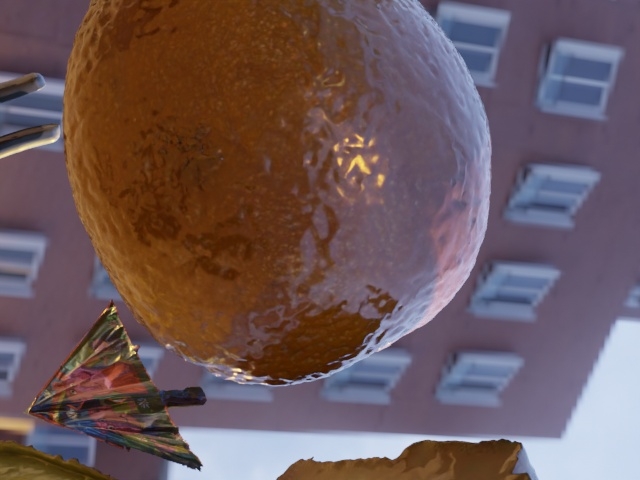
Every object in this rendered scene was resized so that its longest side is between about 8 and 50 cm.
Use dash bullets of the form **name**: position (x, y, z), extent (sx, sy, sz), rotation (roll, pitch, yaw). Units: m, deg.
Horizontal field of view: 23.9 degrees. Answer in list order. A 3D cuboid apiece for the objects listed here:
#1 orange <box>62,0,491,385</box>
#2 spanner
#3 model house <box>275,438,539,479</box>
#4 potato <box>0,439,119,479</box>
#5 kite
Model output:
- **orange**: position (-0.035, -0.075, 1.151), extent (0.357, 0.322, 0.322), rotation (68, -23, -1)
- **spanner**: position (-0.466, -0.112, 1.746), extent (0.040, 0.324, 0.096), rotation (-124, -163, -68)
- **model house**: position (0.094, 0.327, 1.186), extent (0.298, 0.284, 0.243), rotation (-9, -141, 50)
- **potato**: position (-0.182, 0.201, 0.834), extent (0.271, 0.160, 0.111), rotation (9, -63, 49)
- **kite**: position (-0.250, 0.187, 1.811), extent (0.016, 0.233, 0.321), rotation (-82, 159, -44)
